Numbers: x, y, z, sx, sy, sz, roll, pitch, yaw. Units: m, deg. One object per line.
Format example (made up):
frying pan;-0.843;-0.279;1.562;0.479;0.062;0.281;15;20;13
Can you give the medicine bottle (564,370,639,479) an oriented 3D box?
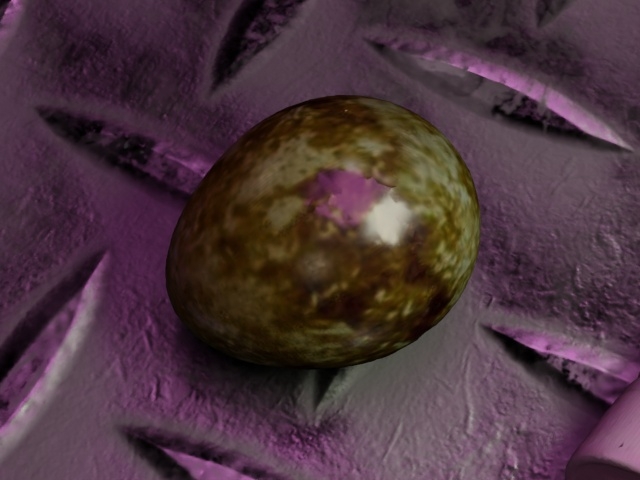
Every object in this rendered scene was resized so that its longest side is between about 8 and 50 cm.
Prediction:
medicine bottle;0.378;0.142;1.224;0.202;0.202;0.316;39;67;17

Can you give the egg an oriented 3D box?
egg;0.000;0.000;1.270;0.289;0.238;0.238;-27;65;1
